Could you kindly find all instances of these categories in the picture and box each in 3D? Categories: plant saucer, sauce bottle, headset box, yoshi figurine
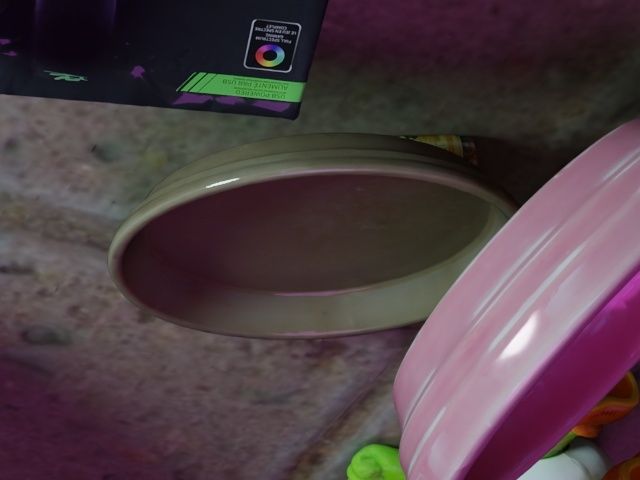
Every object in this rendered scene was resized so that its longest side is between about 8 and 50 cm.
[{"bbox_3d":[0.161,0.040,1.026,0.332,0.084,0.332,-42,162,-17],"label":"plant saucer"},{"bbox_3d":[0.038,-0.048,1.043,0.128,0.042,0.042,-3,139,-8],"label":"sauce bottle"},{"bbox_3d":[-0.112,-0.197,0.780,0.246,0.131,0.283,4,138,-12],"label":"headset box"},{"bbox_3d":[0.000,0.000,1.047,0.278,0.041,0.278,-3,156,-1],"label":"plant saucer"},{"bbox_3d":[0.114,0.246,1.300,0.203,0.203,0.362,32,130,-17],"label":"yoshi figurine"}]

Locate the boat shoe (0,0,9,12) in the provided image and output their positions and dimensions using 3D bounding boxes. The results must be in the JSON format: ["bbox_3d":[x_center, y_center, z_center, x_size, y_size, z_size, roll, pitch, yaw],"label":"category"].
[{"bbox_3d":[-0.161,-0.126,0.725,0.042,0.049,0.133,-1,141,-50],"label":"boat shoe"}]
